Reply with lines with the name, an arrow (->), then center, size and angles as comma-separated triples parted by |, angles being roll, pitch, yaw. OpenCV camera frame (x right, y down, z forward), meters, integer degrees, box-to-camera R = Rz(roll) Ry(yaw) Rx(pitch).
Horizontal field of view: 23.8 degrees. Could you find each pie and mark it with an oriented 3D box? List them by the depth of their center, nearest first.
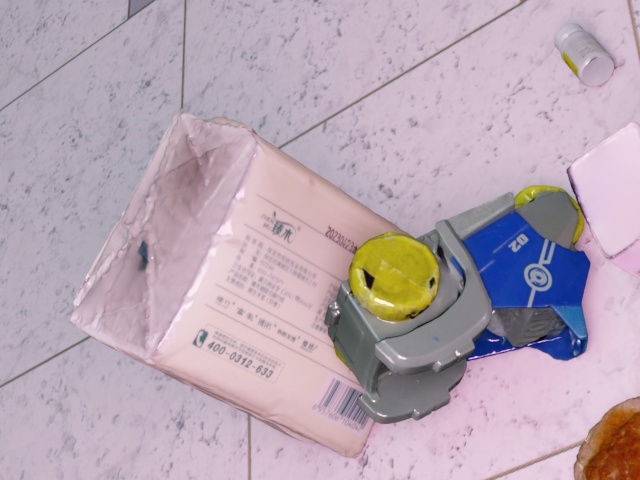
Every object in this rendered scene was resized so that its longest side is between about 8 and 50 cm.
pie -> 0.313, 0.245, 1.509 | 0.163, 0.079, 0.193 | 3, 66, 52

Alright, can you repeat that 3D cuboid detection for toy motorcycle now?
toy motorcycle -> 0.179, 0.069, 1.666 | 0.327, 0.191, 0.200 | -24, 68, -18

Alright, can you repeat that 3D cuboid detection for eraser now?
eraser -> 0.365, 0.005, 1.445 | 0.086, 0.287, 0.130 | -39, 43, 28

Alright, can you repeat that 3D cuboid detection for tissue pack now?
tissue pack -> -0.063, 0.056, 1.799 | 0.207, 0.380, 0.297 | 18, 78, 47

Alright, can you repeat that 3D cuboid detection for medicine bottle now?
medicine bottle -> 0.320, -0.226, 1.843 | 0.047, 0.047, 0.083 | -46, 39, 15
